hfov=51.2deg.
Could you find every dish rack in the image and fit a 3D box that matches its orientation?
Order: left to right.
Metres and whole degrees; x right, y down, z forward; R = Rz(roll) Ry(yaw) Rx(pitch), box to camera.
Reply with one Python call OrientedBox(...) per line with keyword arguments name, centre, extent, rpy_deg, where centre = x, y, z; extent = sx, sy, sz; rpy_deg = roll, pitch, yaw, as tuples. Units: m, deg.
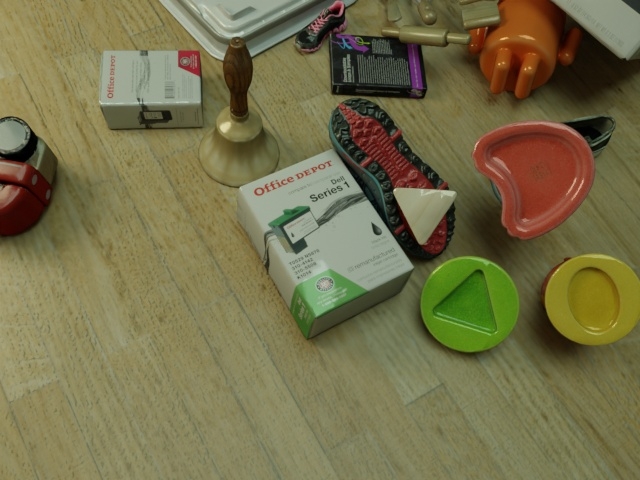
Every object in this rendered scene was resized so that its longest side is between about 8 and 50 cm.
OrientedBox(name="dish rack", centre=(-0.118, -0.482, 1.189), extent=(0.332, 0.072, 0.285), rpy_deg=(-35, 72, -21))

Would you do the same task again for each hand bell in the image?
OrientedBox(name="hand bell", centre=(-0.114, -0.193, 0.936), extent=(0.126, 0.242, 0.126), rpy_deg=(3, 61, -5))

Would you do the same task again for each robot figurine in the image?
OrientedBox(name="robot figurine", centre=(0.343, -0.345, 1.138), extent=(0.128, 0.158, 0.220), rpy_deg=(41, 57, -32))

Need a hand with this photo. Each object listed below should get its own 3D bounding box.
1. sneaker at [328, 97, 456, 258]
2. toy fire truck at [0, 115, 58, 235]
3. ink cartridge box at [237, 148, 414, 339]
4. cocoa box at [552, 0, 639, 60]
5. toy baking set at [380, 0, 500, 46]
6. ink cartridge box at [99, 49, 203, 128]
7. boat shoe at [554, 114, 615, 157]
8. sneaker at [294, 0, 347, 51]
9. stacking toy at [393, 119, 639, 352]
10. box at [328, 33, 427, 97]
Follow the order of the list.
OrientedBox(name="sneaker", centre=(0.104, -0.092, 0.988), extent=(0.104, 0.125, 0.262), rpy_deg=(-33, 97, -7))
OrientedBox(name="toy fire truck", centre=(-0.495, -0.051, 0.881), extent=(0.216, 0.158, 0.247), rpy_deg=(11, 73, -2))
OrientedBox(name="ink cartridge box", centre=(0.000, 0.000, 0.933), extent=(0.160, 0.093, 0.219), rpy_deg=(-25, 68, -19))
OrientedBox(name="cocoa box", centre=(0.542, -0.462, 1.093), extent=(0.231, 0.228, 0.347), rpy_deg=(49, 39, 17))
OrientedBox(name="toy baking set", centre=(0.198, -0.398, 1.161), extent=(0.256, 0.030, 0.197), rpy_deg=(12, 51, 28))
OrientedBox(name="ink cartridge box", centre=(-0.261, -0.236, 1.043), extent=(0.150, 0.063, 0.109), rpy_deg=(-2, 63, -8))
OrientedBox(name="boat shoe", centre=(0.372, -0.155, 1.073), extent=(0.219, 0.070, 0.078), rpy_deg=(-20, 66, -16))
OrientedBox(name="sneaker", centre=(0.001, -0.373, 1.151), extent=(0.047, 0.057, 0.119), rpy_deg=(41, 66, 12))
OrientedBox(name="stacking toy", centre=(0.264, 0.002, 0.935), extent=(0.279, 0.130, 0.309), rpy_deg=(-16, 92, 14))
OrientedBox(name="box", centre=(0.096, -0.298, 1.139), extent=(0.162, 0.029, 0.116), rpy_deg=(2, 61, -7))
